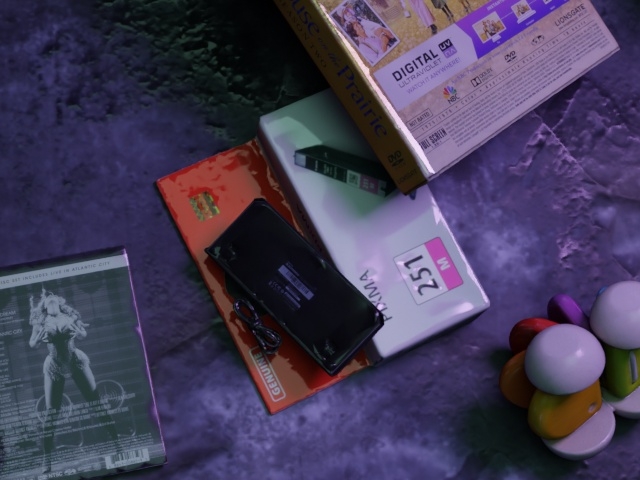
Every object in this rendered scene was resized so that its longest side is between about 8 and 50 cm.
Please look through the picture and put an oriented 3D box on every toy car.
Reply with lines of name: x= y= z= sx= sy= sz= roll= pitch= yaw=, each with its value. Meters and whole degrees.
toy car: x=0.257 y=0.112 z=1.459 sx=0.182 sy=0.159 sz=0.136 roll=-32 pitch=45 yaw=-15

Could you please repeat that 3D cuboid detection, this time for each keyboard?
keyboard: x=-0.034 y=0.054 z=1.448 sx=0.180 sy=0.023 sz=0.108 roll=44 pitch=90 yaw=13

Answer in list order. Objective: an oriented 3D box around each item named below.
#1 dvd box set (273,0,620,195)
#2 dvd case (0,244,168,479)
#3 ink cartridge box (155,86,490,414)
dvd box set: x=0.080 y=-0.292 z=1.478 sx=0.307 sy=0.062 sz=0.420 roll=-35 pitch=92 yaw=-32
dvd case: x=-0.249 y=0.124 z=1.432 sx=0.164 sy=0.018 sz=0.221 roll=-11 pitch=77 yaw=-10
ink cartridge box: x=0.000 y=0.000 z=1.483 sx=0.239 sy=0.060 sz=0.275 roll=-25 pitch=80 yaw=-15
